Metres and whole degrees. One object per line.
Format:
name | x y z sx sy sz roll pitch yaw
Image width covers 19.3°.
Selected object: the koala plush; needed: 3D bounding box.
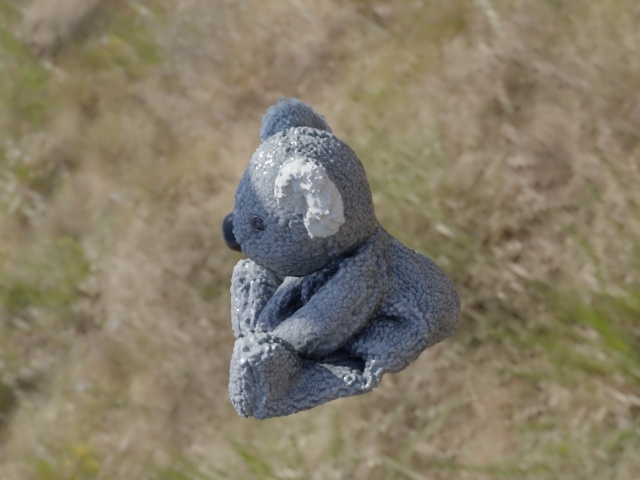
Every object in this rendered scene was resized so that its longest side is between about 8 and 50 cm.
koala plush | 0.000 0.000 1.567 0.203 0.221 0.196 -14 23 4
